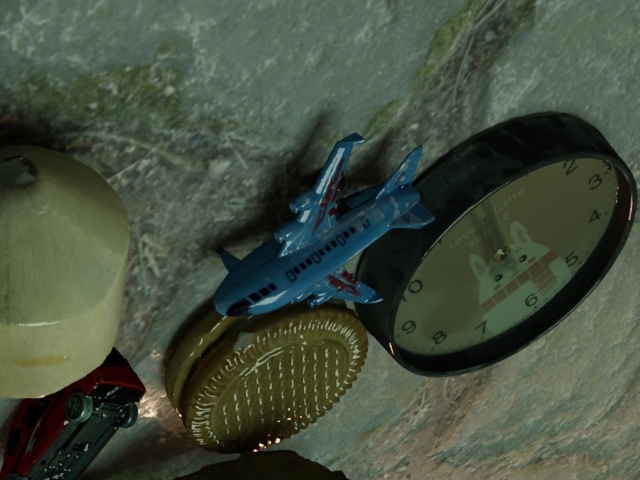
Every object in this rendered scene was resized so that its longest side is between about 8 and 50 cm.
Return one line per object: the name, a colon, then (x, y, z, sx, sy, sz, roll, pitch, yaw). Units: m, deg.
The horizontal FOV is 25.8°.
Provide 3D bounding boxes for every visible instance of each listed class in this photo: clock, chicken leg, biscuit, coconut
clock: (0.223, 0.016, 1.723, 0.386, 0.076, 0.386, -24, 143, -19)
chicken leg: (-0.171, 0.330, 1.610, 0.429, 0.201, 0.153, -4, 103, -5)
biscuit: (-0.061, 0.145, 1.622, 0.259, 0.079, 0.259, -23, 144, -18)
coconut: (-0.264, 0.018, 1.199, 0.202, 0.202, 0.222, -20, 143, -23)

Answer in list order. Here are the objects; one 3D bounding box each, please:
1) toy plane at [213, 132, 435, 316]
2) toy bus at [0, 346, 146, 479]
toy plane: (0.000, 0.000, 1.484, 0.271, 0.105, 0.254, -24, 139, -15)
toy bus: (-0.276, 0.200, 1.485, 0.081, 0.089, 0.195, 17, 118, -49)
